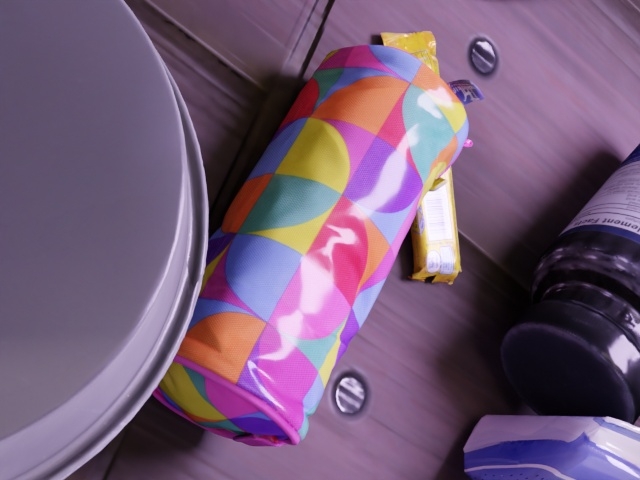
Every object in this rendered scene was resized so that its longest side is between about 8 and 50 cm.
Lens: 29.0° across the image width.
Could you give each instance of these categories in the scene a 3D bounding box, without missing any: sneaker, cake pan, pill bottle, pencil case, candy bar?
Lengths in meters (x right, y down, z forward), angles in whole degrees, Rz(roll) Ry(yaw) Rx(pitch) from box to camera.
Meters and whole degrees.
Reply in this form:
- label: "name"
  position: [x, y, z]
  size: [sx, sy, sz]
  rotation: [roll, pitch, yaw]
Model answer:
- label: "sneaker"
  position: [0.202, 0.255, 0.756]
  size: [0.315, 0.127, 0.182]
  rotation: [45, 58, -25]
- label: "cake pan"
  position: [-0.183, -0.027, 0.506]
  size: [0.293, 0.054, 0.293]
  rotation: [6, 71, -18]
- label: "pill bottle"
  position: [0.213, 0.022, 0.801]
  size: [0.219, 0.122, 0.123]
  rotation: [-44, 109, -32]
- label: "pencil case"
  position: [0.000, 0.000, 0.666]
  size: [0.104, 0.104, 0.236]
  rotation: [44, 62, -23]
- label: "candy bar"
  position: [0.064, -0.052, 0.767]
  size: [0.040, 0.018, 0.162]
  rotation: [-4, 86, -33]
